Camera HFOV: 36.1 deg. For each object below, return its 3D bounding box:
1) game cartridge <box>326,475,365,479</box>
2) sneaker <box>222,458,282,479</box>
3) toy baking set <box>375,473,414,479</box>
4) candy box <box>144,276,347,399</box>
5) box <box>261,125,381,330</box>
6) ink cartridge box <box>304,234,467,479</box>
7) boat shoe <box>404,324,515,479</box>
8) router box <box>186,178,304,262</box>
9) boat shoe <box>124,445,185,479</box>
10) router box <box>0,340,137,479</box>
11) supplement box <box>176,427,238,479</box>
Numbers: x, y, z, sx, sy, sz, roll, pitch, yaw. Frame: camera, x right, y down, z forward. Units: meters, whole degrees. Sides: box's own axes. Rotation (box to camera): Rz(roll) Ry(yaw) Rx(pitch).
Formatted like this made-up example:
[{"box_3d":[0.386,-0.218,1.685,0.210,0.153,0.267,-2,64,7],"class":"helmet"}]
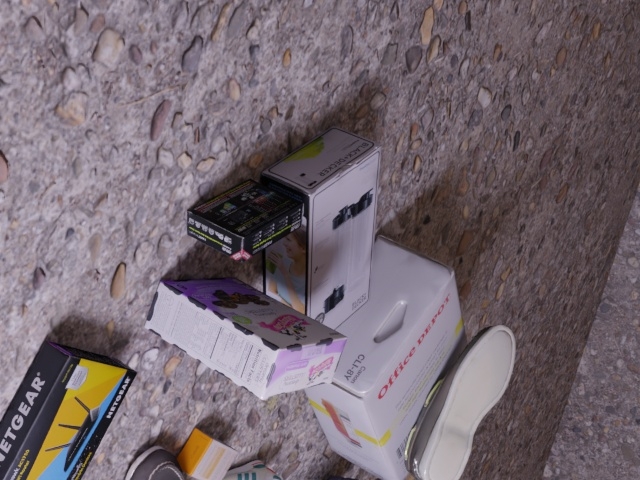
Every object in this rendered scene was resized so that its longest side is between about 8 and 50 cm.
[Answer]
[{"box_3d":[0.005,0.535,1.718,0.355,0.230,0.068,-33,107,-45],"class":"game cartridge"},{"box_3d":[-0.117,0.401,1.557,0.161,0.075,0.057,-12,123,-56],"class":"sneaker"},{"box_3d":[0.188,0.497,2.197,0.256,0.030,0.197,-53,150,-20],"class":"toy baking set"},{"box_3d":[-0.092,0.118,1.243,0.165,0.196,0.070,0,112,-60],"class":"candy box"},{"box_3d":[0.000,0.000,1.417,0.169,0.087,0.290,-38,143,-39],"class":"box"},{"box_3d":[0.119,0.217,1.715,0.279,0.160,0.385,-52,151,-22],"class":"ink cartridge box"},{"box_3d":[0.237,0.278,1.700,0.109,0.091,0.305,33,79,-26],"class":"boat shoe"},{"box_3d":[-0.094,-0.027,1.232,0.122,0.092,0.038,-32,138,-44],"class":"router box"},{"box_3d":[-0.219,0.437,1.394,0.112,0.095,0.335,-30,137,-47],"class":"boat shoe"},{"box_3d":[-0.302,0.212,1.124,0.179,0.046,0.133,-63,152,-3],"class":"router box"},{"box_3d":[-0.168,0.320,1.446,0.062,0.036,0.098,-58,151,-11],"class":"supplement box"}]
